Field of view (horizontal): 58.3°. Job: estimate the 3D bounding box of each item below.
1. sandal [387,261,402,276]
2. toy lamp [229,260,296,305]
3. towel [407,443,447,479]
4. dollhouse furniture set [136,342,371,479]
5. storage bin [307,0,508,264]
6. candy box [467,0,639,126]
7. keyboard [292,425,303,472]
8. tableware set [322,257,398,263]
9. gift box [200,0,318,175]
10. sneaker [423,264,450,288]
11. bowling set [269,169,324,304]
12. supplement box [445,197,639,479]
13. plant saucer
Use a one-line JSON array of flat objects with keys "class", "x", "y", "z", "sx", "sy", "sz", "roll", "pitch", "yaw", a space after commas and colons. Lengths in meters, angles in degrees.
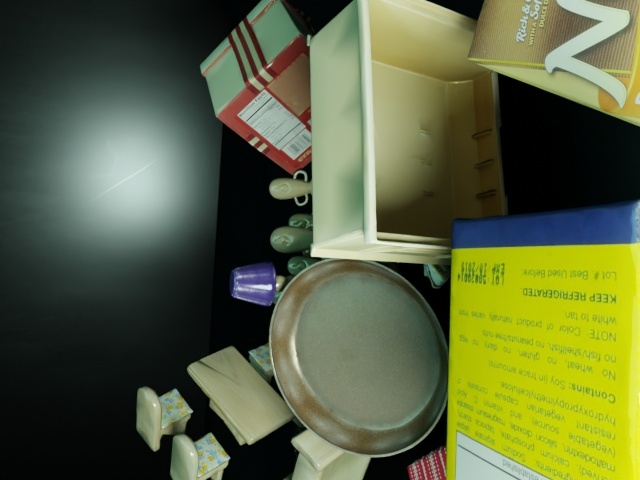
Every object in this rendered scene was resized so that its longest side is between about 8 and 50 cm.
[{"class": "sandal", "x": 0.122, "y": -0.038, "z": 0.900, "sx": 0.088, "sy": 0.079, "sz": 0.239, "roll": -83, "pitch": -29, "yaw": -67}, {"class": "toy lamp", "x": -0.017, "y": 0.075, "z": 0.992, "sx": 0.080, "sy": 0.275, "sz": 0.080, "roll": -179, "pitch": 90, "yaw": -71}, {"class": "towel", "x": 0.197, "y": 0.356, "z": 0.726, "sx": 0.274, "sy": 0.031, "sz": 0.198, "roll": 118, "pitch": 146, "yaw": -55}, {"class": "dollhouse furniture set", "x": -0.097, "y": 0.326, "z": 1.108, "sx": 0.394, "sy": 0.362, "sz": 0.256, "roll": 39, "pitch": 131, "yaw": 32}, {"class": "storage bin", "x": 0.122, "y": -0.108, "z": 0.649, "sx": 0.123, "sy": 0.261, "sz": 0.262, "roll": -17, "pitch": 72, "yaw": 57}, {"class": "candy box", "x": 0.264, "y": -0.181, "z": 0.422, "sx": 0.316, "sy": 0.088, "sz": 0.182, "roll": 46, "pitch": 132, "yaw": 48}, {"class": "keyboard", "x": -0.048, "y": 0.545, "z": 1.392, "sx": 0.192, "sy": 0.038, "sz": 0.100, "roll": -122, "pitch": 39, "yaw": -60}, {"class": "tableware set", "x": 0.057, "y": -0.023, "z": 1.032, "sx": 0.194, "sy": 0.039, "sz": 0.128, "roll": 1, "pitch": 89, "yaw": 46}, {"class": "gift box", "x": -0.074, "y": -0.310, "z": 1.184, "sx": 0.255, "sy": 0.276, "sz": 0.258, "roll": -36, "pitch": 44, "yaw": 14}, {"class": "sneaker", "x": 0.162, "y": 0.036, "z": 0.854, "sx": 0.083, "sy": 0.032, "sz": 0.036, "roll": -107, "pitch": 27, "yaw": -45}, {"class": "bowling set", "x": 0.000, "y": 0.000, "z": 1.214, "sx": 0.200, "sy": 0.154, "sz": 0.286, "roll": -3, "pitch": -87, "yaw": -66}, {"class": "supplement box", "x": 0.223, "y": 0.158, "z": 0.421, "sx": 0.194, "sy": 0.196, "sz": 0.356, "roll": 177, "pitch": 95, "yaw": -71}, {"class": "plant saucer", "x": 0.058, "y": 0.176, "z": 0.893, "sx": 0.311, "sy": 0.050, "sz": 0.310, "roll": 4, "pitch": 98, "yaw": 30}]
